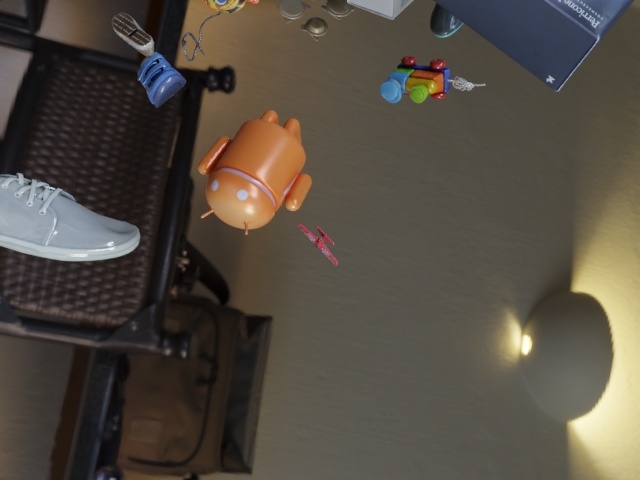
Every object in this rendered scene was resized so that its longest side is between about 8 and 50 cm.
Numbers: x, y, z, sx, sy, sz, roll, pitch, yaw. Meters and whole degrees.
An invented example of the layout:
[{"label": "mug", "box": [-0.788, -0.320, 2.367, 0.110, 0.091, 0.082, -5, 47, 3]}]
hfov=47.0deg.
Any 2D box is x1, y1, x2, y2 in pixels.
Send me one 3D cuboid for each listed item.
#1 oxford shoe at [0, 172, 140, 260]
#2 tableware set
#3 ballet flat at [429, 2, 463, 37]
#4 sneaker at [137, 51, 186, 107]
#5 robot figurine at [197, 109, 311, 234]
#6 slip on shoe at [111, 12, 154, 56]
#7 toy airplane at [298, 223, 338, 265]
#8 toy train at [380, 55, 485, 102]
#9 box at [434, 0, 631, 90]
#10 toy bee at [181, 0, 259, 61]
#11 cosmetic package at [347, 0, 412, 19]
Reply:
[{"label": "oxford shoe", "box": [-0.588, -0.063, 1.482, 0.169, 0.449, 0.130, -92, -162, -67]}, {"label": "tableware set", "box": [-0.012, -0.566, 1.794, 0.168, 0.141, 0.020, -45, 168, -20]}, {"label": "ballet flat", "box": [0.348, -0.616, 1.774, 0.280, 0.095, 0.096, -52, 149, -18]}, {"label": "sneaker", "box": [-0.213, -0.212, 0.962, 0.053, 0.059, 0.144, -40, -162, -3]}, {"label": "robot figurine", "box": [-0.105, -0.110, 1.213, 0.128, 0.158, 0.219, -14, -138, 56]}, {"label": "slip on shoe", "box": [-0.413, -0.454, 1.629, 0.051, 0.135, 0.041, -44, 155, -15]}, {"label": "toy airplane", "box": [0.000, 0.000, 1.942, 0.028, 0.151, 0.151, -43, -168, -10]}, {"label": "toy train", "box": [0.291, -0.407, 1.941, 0.143, 0.248, 0.105, -42, 136, -41]}, {"label": "box", "box": [0.405, -0.477, 1.273, 0.294, 0.296, 0.183, -49, 172, -16]}, {"label": "toy bee", "box": [-0.209, -0.552, 1.573, 0.195, 0.162, 0.298, -65, 153, -56]}, {"label": "cosmetic package", "box": [0.190, -0.647, 1.654, 0.296, 0.129, 0.153, -48, 153, -33]}]
